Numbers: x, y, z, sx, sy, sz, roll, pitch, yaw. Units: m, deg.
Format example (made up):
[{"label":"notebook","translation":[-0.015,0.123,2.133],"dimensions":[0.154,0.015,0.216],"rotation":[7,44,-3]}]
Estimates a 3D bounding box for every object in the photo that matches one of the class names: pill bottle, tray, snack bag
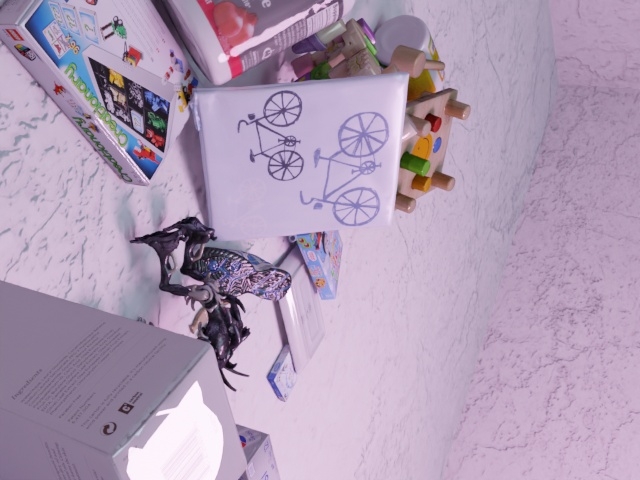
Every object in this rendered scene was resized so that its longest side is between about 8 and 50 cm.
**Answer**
[{"label":"pill bottle","translation":[0.224,-0.415,1.789],"dimensions":[0.245,0.137,0.136],"rotation":[47,58,-57]},{"label":"pill bottle","translation":[-0.059,-0.373,1.066],"dimensions":[0.319,0.176,0.176],"rotation":[-31,137,-8]},{"label":"tray","translation":[-0.035,0.144,1.584],"dimensions":[0.145,0.030,0.270],"rotation":[-54,142,-48]},{"label":"snack bag","translation":[-0.032,-0.126,1.215],"dimensions":[0.037,0.343,0.323],"rotation":[-105,-169,-45]}]

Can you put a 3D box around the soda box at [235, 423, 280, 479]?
[{"label":"soda box","translation":[-0.139,0.497,1.459],"dimensions":[0.091,0.098,0.286],"rotation":[-50,141,-46]}]

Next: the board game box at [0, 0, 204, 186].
[{"label":"board game box","translation":[-0.277,-0.240,0.987],"dimensions":[0.192,0.053,0.305],"rotation":[-66,150,-26]}]

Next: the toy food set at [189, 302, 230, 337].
[{"label":"toy food set","translation":[-0.185,0.136,1.330],"dimensions":[0.122,0.019,0.077],"rotation":[-58,145,-36]}]

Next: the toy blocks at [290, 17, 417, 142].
[{"label":"toy blocks","translation":[-0.022,-0.283,1.327],"dimensions":[0.309,0.260,0.288],"rotation":[49,22,-28]}]

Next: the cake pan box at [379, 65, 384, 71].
[{"label":"cake pan box","translation":[0.127,-0.246,1.740],"dimensions":[0.246,0.070,0.266],"rotation":[35,68,-62]}]

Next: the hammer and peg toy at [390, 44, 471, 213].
[{"label":"hammer and peg toy","translation":[0.233,-0.253,1.656],"dimensions":[0.266,0.127,0.361],"rotation":[-27,133,-47]}]

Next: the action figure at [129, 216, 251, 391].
[{"label":"action figure","translation":[-0.201,0.106,1.167],"dimensions":[0.164,0.141,0.275],"rotation":[-36,114,-56]}]

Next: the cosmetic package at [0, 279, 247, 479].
[{"label":"cosmetic package","translation":[-0.283,0.178,0.782],"dimensions":[0.155,0.366,0.196],"rotation":[-49,143,-42]}]

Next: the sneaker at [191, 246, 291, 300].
[{"label":"sneaker","translation":[-0.151,0.057,1.315],"dimensions":[0.211,0.081,0.080],"rotation":[24,94,-44]}]

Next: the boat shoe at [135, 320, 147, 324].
[{"label":"boat shoe","translation":[-0.332,0.243,1.023],"dimensions":[0.302,0.109,0.094],"rotation":[-51,158,-29]}]

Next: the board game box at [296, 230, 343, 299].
[{"label":"board game box","translation":[0.000,0.000,1.569],"dimensions":[0.211,0.039,0.160],"rotation":[70,22,-46]}]

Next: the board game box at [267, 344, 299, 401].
[{"label":"board game box","translation":[-0.075,0.286,1.591],"dimensions":[0.090,0.020,0.090],"rotation":[-60,146,-34]}]
